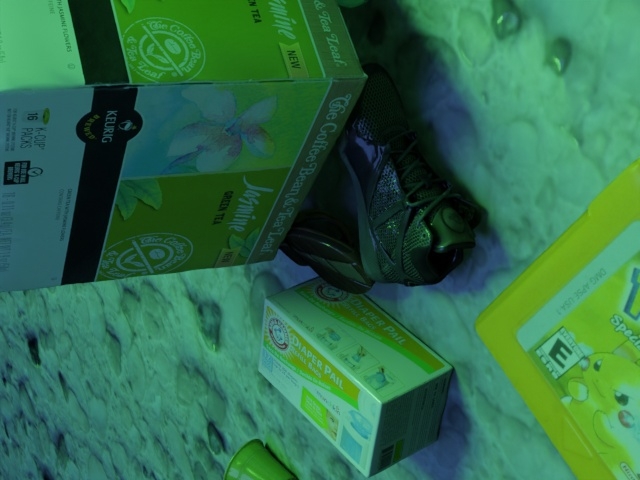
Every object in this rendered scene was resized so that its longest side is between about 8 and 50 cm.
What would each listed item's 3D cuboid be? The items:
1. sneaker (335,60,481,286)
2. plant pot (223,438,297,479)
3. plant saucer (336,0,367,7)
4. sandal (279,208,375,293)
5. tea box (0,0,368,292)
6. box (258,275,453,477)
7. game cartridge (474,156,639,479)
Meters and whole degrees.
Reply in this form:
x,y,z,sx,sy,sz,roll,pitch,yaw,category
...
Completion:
x,y,z,sx,sy,sz,roll,pitch,yaw,category
0.087,-0.060,0.950,0.130,0.087,0.227,8,114,49,sneaker
-0.078,0.330,1.385,0.079,0.083,0.083,28,129,30,plant pot
0.030,-0.286,0.968,0.119,0.021,0.119,28,127,45,plant saucer
0.000,0.000,1.122,0.090,0.060,0.219,48,169,-22,sandal
-0.176,-0.132,0.969,0.329,0.324,0.220,119,138,-55,tea box
0.032,0.141,1.106,0.203,0.103,0.114,38,135,38,box
0.284,0.095,0.781,0.285,0.053,0.323,57,145,19,game cartridge
